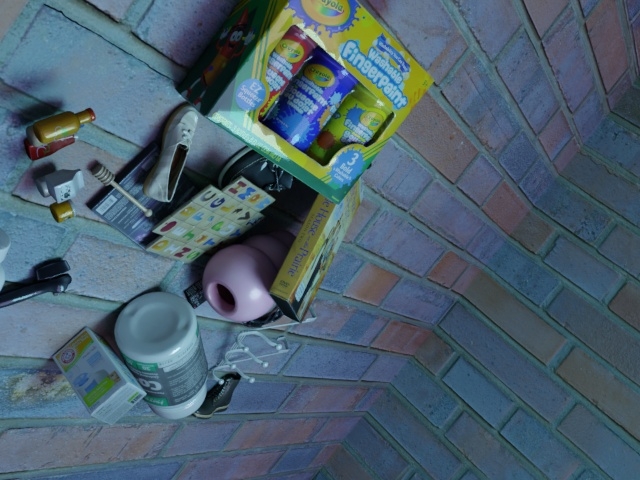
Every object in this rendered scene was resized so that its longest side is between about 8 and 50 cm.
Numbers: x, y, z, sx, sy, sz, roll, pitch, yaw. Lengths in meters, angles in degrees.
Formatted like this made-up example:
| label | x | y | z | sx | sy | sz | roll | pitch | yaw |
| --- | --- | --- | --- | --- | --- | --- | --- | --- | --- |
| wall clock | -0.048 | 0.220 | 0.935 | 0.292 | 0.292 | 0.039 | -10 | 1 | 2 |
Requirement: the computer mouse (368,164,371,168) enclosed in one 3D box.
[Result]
| label | x | y | z | sx | sy | sz | roll | pitch | yaw |
| --- | --- | --- | --- | --- | --- | --- | --- | --- | --- |
| computer mouse | 0.078 | -0.160 | 2.117 | 0.106 | 0.042 | 0.193 | -5 | 130 | -52 |

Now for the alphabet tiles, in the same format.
| label | x | y | z | sx | sy | sz | roll | pitch | yaw |
| --- | --- | --- | --- | --- | --- | --- | --- | --- | --- |
| alphabet tiles | -0.260 | -0.043 | 1.718 | 0.285 | 0.011 | 0.342 | -35 | 163 | 8 |

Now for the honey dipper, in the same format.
| label | x | y | z | sx | sy | sz | roll | pitch | yaw |
| --- | --- | --- | --- | --- | --- | --- | --- | --- | --- |
| honey dipper | -0.411 | -0.099 | 1.484 | 0.030 | 0.030 | 0.160 | -46 | 129 | -4 |

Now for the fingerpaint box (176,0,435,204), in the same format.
| label | x | y | z | sx | sy | sz | roll | pitch | yaw |
| --- | --- | --- | --- | --- | --- | --- | --- | --- | --- |
| fingerpaint box | -0.016 | -0.337 | 1.542 | 0.371 | 0.163 | 0.445 | -52 | 135 | 7 |

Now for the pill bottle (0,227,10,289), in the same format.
| label | x | y | z | sx | sy | sz | roll | pitch | yaw |
| --- | --- | --- | --- | --- | --- | --- | --- | --- | --- |
| pill bottle | -0.675 | 0.093 | 1.293 | 0.152 | 0.152 | 0.272 | 8 | 119 | -56 |

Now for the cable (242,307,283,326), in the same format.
| label | x | y | z | sx | sy | sz | roll | pitch | yaw |
| --- | --- | --- | --- | --- | --- | --- | --- | --- | --- |
| cable | -0.166 | 0.207 | 2.238 | 0.184 | 0.047 | 0.150 | 8 | 115 | -53 |

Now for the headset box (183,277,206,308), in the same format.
| label | x | y | z | sx | sy | sz | roll | pitch | yaw |
| --- | --- | --- | --- | --- | --- | --- | --- | --- | --- |
| headset box | -0.327 | 0.140 | 1.942 | 0.083 | 0.032 | 0.062 | -38 | 150 | -20 |

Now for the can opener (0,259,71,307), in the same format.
| label | x | y | z | sx | sy | sz | roll | pitch | yaw |
| --- | --- | --- | --- | --- | --- | --- | --- | --- | --- |
| can opener | -0.616 | 0.105 | 1.500 | 0.186 | 0.073 | 0.059 | -26 | -177 | -29 |

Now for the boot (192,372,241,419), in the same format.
| label | x | y | z | sx | sy | sz | roll | pitch | yaw |
| --- | --- | --- | --- | --- | --- | --- | --- | --- | --- |
| boot | -0.346 | 0.502 | 2.328 | 0.137 | 0.077 | 0.198 | -61 | 162 | 13 |

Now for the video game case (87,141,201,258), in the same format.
| label | x | y | z | sx | sy | sz | roll | pitch | yaw |
| --- | --- | --- | --- | --- | --- | --- | --- | --- | --- |
| video game case | -0.378 | -0.083 | 1.611 | 0.196 | 0.026 | 0.274 | -45 | 152 | -5 |

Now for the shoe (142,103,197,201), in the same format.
| label | x | y | z | sx | sy | sz | roll | pitch | yaw |
| --- | --- | --- | --- | --- | --- | --- | --- | --- | --- |
| shoe | -0.306 | -0.184 | 1.509 | 0.076 | 0.058 | 0.219 | 23 | 90 | -64 |

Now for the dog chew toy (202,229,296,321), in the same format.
| label | x | y | z | sx | sy | sz | roll | pitch | yaw |
| --- | --- | --- | --- | --- | --- | --- | --- | --- | --- |
| dog chew toy | -0.165 | 0.076 | 1.923 | 0.332 | 0.207 | 0.206 | -39 | 154 | -47 |

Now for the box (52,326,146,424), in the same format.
| label | x | y | z | sx | sy | sz | roll | pitch | yaw |
| --- | --- | --- | --- | --- | --- | --- | --- | --- | --- |
| box | -0.534 | 0.325 | 1.709 | 0.114 | 0.203 | 0.103 | -41 | 150 | -8 |

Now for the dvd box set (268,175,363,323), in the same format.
| label | x | y | z | sx | sy | sz | roll | pitch | yaw |
| --- | --- | --- | --- | --- | --- | --- | --- | --- | --- |
| dvd box set | 0.000 | 0.000 | 1.901 | 0.420 | 0.062 | 0.307 | -63 | 168 | -14 |

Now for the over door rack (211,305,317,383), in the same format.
| label | x | y | z | sx | sy | sz | roll | pitch | yaw |
| --- | --- | --- | --- | --- | --- | --- | --- | --- | --- |
| over door rack | -0.168 | 0.346 | 2.276 | 0.324 | 0.108 | 0.239 | -18 | 155 | -42 |

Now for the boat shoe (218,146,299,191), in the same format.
| label | x | y | z | sx | sy | sz | roll | pitch | yaw |
| --- | --- | --- | --- | --- | --- | --- | --- | --- | --- |
| boat shoe | -0.093 | -0.181 | 1.784 | 0.340 | 0.113 | 0.127 | -23 | 143 | -38 |

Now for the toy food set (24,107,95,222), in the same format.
| label | x | y | z | sx | sy | sz | roll | pitch | yaw |
| --- | --- | --- | --- | --- | --- | --- | --- | --- | --- |
| toy food set | -0.471 | -0.150 | 1.313 | 0.105 | 0.111 | 0.232 | -29 | 143 | -31 |

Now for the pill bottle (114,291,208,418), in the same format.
| label | x | y | z | sx | sy | sz | roll | pitch | yaw |
| --- | --- | --- | --- | --- | --- | --- | --- | --- | --- |
| pill bottle | -0.406 | 0.315 | 1.871 | 0.204 | 0.204 | 0.361 | -34 | 147 | -25 |
